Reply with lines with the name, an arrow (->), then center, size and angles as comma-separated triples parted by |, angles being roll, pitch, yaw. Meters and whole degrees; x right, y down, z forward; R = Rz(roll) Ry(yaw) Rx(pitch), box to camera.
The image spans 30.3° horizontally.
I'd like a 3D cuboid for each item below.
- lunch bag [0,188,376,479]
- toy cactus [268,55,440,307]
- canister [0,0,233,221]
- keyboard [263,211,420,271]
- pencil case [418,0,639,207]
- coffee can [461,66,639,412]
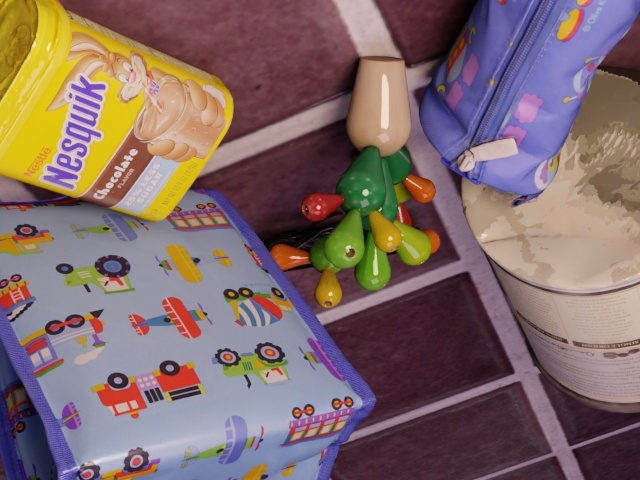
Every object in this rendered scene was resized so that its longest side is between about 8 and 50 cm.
lunch bag -> -0.134, 0.056, 0.851 | 0.221, 0.293, 0.138 | -8, 143, -30
toy cactus -> 0.035, -0.052, 0.913 | 0.112, 0.181, 0.219 | 10, -163, 24
canister -> -0.157, -0.087, 0.809 | 0.170, 0.073, 0.126 | 19, 115, -44
keyboard -> 0.000, 0.000, 1.075 | 0.192, 0.038, 0.100 | -10, 170, -11
pencil case -> 0.162, -0.156, 0.806 | 0.119, 0.133, 0.306 | 30, 140, 5
coffee can -> 0.251, 0.010, 1.025 | 0.201, 0.202, 0.275 | -22, 147, 10
